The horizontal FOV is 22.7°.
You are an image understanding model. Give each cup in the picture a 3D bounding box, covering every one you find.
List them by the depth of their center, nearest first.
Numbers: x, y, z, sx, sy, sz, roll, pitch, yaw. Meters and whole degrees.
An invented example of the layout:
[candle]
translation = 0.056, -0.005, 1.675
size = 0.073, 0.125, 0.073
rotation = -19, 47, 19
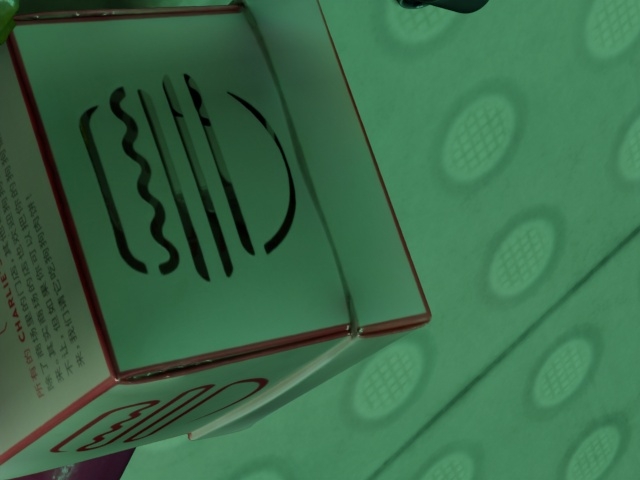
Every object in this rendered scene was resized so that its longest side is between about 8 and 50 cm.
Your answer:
[cup]
translation = 0.128, -0.274, 1.683
size = 0.100, 0.078, 0.077
rotation = -31, 155, 30

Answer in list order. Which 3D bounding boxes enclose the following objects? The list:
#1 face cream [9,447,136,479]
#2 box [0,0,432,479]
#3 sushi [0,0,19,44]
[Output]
[face cream]
translation = -0.270, 0.189, 1.558
size = 0.175, 0.175, 0.195
rotation = 15, 108, -48
[box]
translation = -0.147, 0.000, 1.345
size = 0.300, 0.314, 0.312
rotation = -9, 164, -37
[sushi]
translation = -0.442, -0.177, 1.078
size = 0.396, 0.240, 0.351
rotation = -42, 139, -16
